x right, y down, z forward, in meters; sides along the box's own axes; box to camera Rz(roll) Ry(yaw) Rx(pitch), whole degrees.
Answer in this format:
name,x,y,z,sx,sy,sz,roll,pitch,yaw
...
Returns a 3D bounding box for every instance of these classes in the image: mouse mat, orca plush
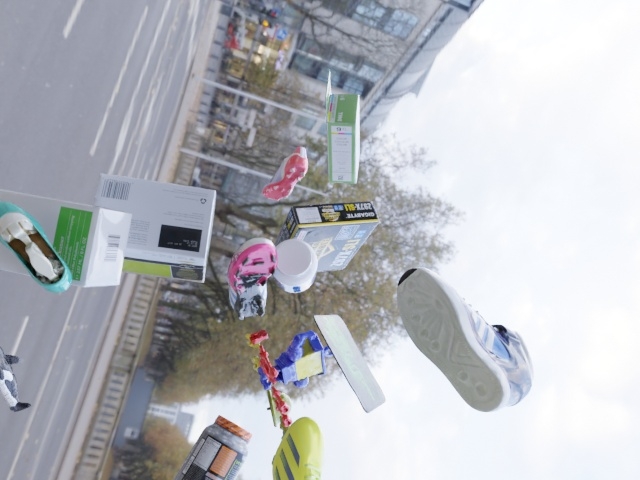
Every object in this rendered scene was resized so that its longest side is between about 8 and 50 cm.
name,x,y,z,sx,sy,sz,roll,pitch,yaw
mouse mat,0.056,0.217,0.984,0.007,0.189,0.153,-35,163,13
orca plush,-1.052,0.439,1.829,0.151,0.287,0.102,-15,-163,44

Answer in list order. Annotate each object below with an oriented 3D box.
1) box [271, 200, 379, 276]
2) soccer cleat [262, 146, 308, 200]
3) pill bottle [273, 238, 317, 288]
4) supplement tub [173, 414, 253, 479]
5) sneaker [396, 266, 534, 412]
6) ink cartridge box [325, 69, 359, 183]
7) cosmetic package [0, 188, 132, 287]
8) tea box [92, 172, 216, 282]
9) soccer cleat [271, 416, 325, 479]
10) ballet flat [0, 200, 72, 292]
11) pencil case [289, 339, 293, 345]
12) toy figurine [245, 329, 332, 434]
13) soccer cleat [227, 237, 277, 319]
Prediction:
name,x,y,z,sx,sy,sz,roll,pitch,yaw
box,0.000,0.000,1.646,0.322,0.257,0.079,122,-44,-55
soccer cleat,-0.112,-0.208,1.734,0.248,0.083,0.095,-36,-140,54
pill bottle,-0.070,0.065,1.418,0.221,0.125,0.124,94,9,-77
supplement tub,-0.387,0.809,1.949,0.315,0.194,0.193,-59,-173,-22
sneaker,0.312,0.194,1.127,0.130,0.236,0.322,-46,-116,28
ink cartridge box,0.048,-0.230,1.112,0.209,0.062,0.108,86,9,-45
cosmetic package,-0.678,-0.011,1.332,0.155,0.366,0.196,14,85,-80
tea box,-0.500,-0.024,1.646,0.323,0.329,0.219,128,-31,-68
soccer cleat,-0.033,0.419,0.831,0.121,0.094,0.289,-28,-141,52
ballet flat,-0.625,0.006,1.162,0.083,0.247,0.087,-40,-174,-24
pencil case,-0.061,0.465,2.280,0.236,0.105,0.104,57,46,-74
toy figurine,-0.041,0.358,1.417,0.191,0.217,0.362,46,-29,46
soccer cleat,-0.183,0.069,1.335,0.331,0.116,0.143,109,-32,-52
